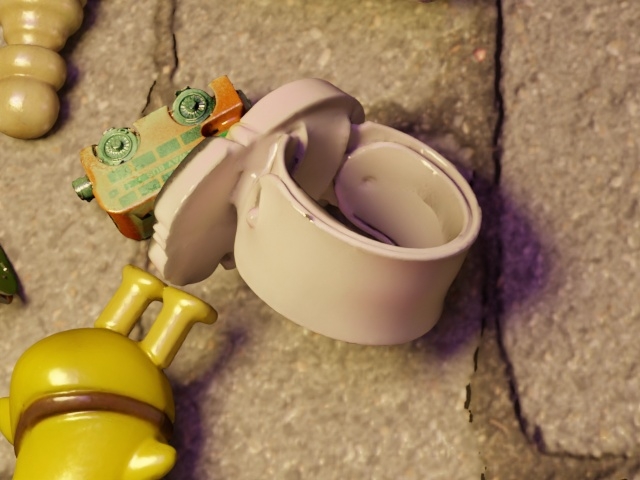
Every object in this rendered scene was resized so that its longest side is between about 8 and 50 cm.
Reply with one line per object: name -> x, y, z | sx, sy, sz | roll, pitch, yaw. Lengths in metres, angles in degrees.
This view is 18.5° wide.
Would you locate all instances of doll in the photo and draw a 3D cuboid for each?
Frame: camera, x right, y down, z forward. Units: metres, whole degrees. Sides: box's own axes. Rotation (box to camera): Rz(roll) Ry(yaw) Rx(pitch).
doll -> -0.224, 0.189, 1.713 | 0.199, 0.145, 0.363 | 22, 73, 38

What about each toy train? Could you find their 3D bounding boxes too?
toy train -> -0.141, -0.075, 1.870 | 0.188, 0.072, 0.099 | -29, 66, -3

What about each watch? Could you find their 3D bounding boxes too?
watch -> 0.000, 0.000, 1.721 | 0.244, 0.196, 0.231 | -19, 54, -44

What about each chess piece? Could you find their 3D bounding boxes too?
chess piece -> -0.288, -0.181, 1.956 | 0.094, 0.094, 0.170 | 2, 72, 14

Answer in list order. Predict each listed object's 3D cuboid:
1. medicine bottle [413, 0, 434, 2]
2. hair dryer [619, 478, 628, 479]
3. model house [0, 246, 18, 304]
medicine bottle -> 0.018, -0.369, 1.877 | 0.241, 0.252, 0.252 | 14, 68, 19
hair dryer -> 0.287, 0.285, 1.600 | 0.173, 0.050, 0.194 | 0, 60, 10
model house -> -0.442, -0.020, 1.857 | 0.154, 0.207, 0.294 | -42, 63, 10
